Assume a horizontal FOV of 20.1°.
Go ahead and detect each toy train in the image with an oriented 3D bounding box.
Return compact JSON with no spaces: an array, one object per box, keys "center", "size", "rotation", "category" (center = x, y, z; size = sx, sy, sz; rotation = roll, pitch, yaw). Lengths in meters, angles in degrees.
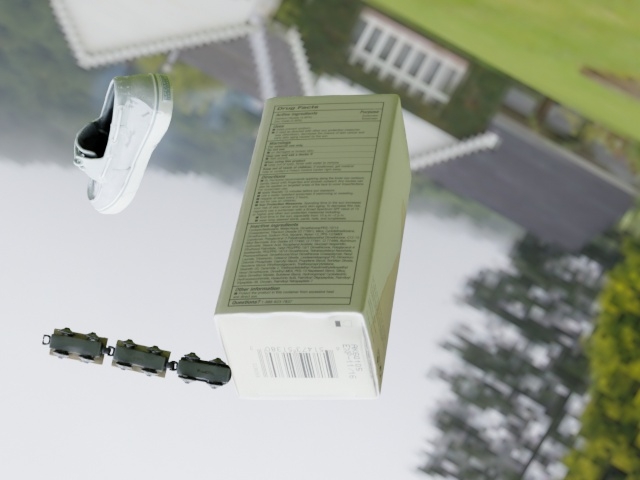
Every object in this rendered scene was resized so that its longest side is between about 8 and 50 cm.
[{"center":[-0.149,0.095,1.471],"size":[0.158,0.027,0.036],"rotation":[11,175,6],"category":"toy train"}]

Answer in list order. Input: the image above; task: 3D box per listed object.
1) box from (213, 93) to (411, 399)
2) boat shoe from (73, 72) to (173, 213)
[{"center":[0.000,0.000,1.753],"size":[0.148,0.121,0.311],"rotation":[0,-136,13],"category":"box"},{"center":[-0.231,-0.110,1.983],"size":[0.081,0.227,0.079],"rotation":[6,-125,-22],"category":"boat shoe"}]
